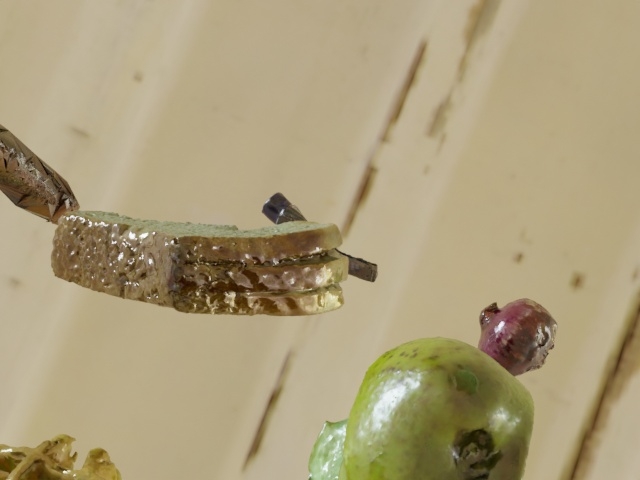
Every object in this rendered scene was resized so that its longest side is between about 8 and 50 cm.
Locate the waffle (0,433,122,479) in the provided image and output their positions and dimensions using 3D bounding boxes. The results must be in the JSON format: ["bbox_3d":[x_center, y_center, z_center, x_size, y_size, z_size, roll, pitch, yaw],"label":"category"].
[{"bbox_3d":[-0.334,0.331,1.643,0.382,0.380,0.095,-128,-150,-49],"label":"waffle"}]

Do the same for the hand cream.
[{"bbox_3d":[0.000,0.000,2.073,0.163,0.039,0.062,36,-23,13],"label":"hand cream"}]

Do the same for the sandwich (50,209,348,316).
[{"bbox_3d":[-0.131,0.023,1.901,0.254,0.099,0.288,-4,9,-39],"label":"sandwich"}]

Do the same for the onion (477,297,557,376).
[{"bbox_3d":[0.228,0.115,1.996,0.097,0.107,0.107,44,-21,10],"label":"onion"}]

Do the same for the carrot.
[{"bbox_3d":[-0.381,-0.091,2.092,0.069,0.069,0.228,6,-25,33],"label":"carrot"}]

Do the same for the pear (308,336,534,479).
[{"bbox_3d":[0.087,0.224,1.604,0.176,0.286,0.282,19,-42,-6],"label":"pear"}]
